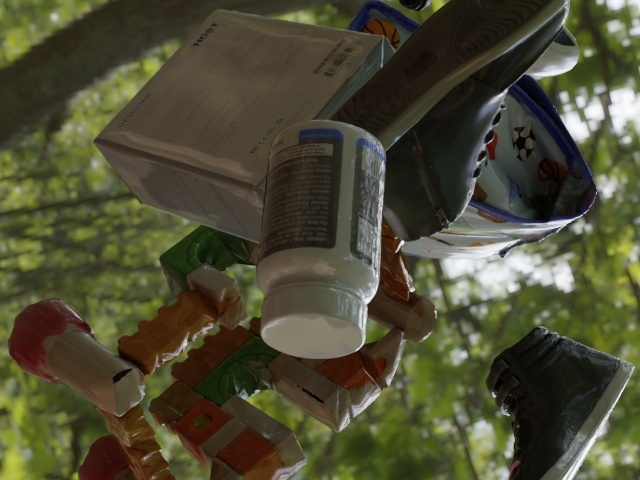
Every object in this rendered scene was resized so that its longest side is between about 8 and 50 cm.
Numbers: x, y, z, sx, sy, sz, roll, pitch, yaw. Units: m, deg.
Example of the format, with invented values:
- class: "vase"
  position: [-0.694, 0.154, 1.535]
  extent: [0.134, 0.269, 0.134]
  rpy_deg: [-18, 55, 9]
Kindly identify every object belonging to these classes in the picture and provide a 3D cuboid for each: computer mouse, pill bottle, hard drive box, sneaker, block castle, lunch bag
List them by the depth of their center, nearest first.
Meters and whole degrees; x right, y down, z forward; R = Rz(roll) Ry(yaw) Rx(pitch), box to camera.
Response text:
- class: "pill bottle"
  position: [0.000, 0.000, 0.970]
  extent: [0.078, 0.078, 0.137]
  rpy_deg: [104, -8, -61]
- class: "sneaker"
  position: [0.112, -0.104, 1.170]
  extent: [0.118, 0.222, 0.083]
  rpy_deg: [48, 5, -40]
- class: "hard drive box"
  position: [-0.056, -0.101, 1.328]
  extent: [0.232, 0.181, 0.089]
  rpy_deg: [19, -28, 46]
- class: "computer mouse"
  position: [0.167, -0.216, 1.486]
  extent: [0.193, 0.042, 0.106]
  rpy_deg: [34, -40, -9]
- class: "block castle"
  position: [-0.102, 0.089, 1.717]
  extent: [0.213, 0.453, 0.303]
  rpy_deg: [27, -33, 42]
- class: "sneaker"
  position: [0.236, 0.219, 1.772]
  extent: [0.147, 0.295, 0.104]
  rpy_deg: [29, -36, 14]
- class: "lunch bag"
  position: [0.145, -0.114, 2.052]
  extent: [0.385, 0.239, 0.328]
  rpy_deg: [29, -17, -8]
